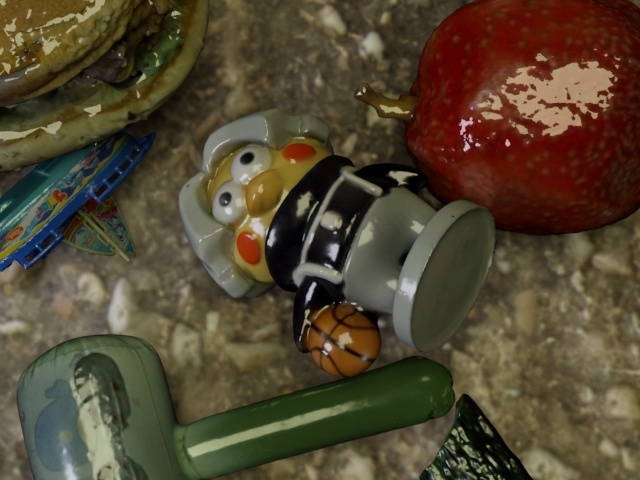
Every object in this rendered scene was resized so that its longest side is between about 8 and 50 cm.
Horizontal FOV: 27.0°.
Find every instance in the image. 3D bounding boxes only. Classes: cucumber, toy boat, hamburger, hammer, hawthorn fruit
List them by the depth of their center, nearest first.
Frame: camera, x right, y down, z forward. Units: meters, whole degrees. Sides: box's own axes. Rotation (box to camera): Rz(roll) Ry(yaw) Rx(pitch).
[{"bbox_3d":[0.168,0.245,1.037,0.077,0.077,0.265,-37,80,-10],"label":"cucumber"},{"bbox_3d":[-0.056,0.150,1.043,0.336,0.119,0.206,-13,77,-12],"label":"hammer"},{"bbox_3d":[-0.230,-0.210,1.048,0.277,0.195,0.318,3,62,4],"label":"hamburger"},{"bbox_3d":[0.154,-0.104,1.064,0.253,0.205,0.205,4,76,6],"label":"hawthorn fruit"},{"bbox_3d":[-0.192,-0.022,1.099,0.175,0.091,0.110,-45,115,-14],"label":"toy boat"}]

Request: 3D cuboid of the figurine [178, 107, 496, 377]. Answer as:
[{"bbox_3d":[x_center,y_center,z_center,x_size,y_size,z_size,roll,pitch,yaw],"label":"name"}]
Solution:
[{"bbox_3d":[0.000,0.000,1.038,0.236,0.133,0.176,26,82,29],"label":"figurine"}]
